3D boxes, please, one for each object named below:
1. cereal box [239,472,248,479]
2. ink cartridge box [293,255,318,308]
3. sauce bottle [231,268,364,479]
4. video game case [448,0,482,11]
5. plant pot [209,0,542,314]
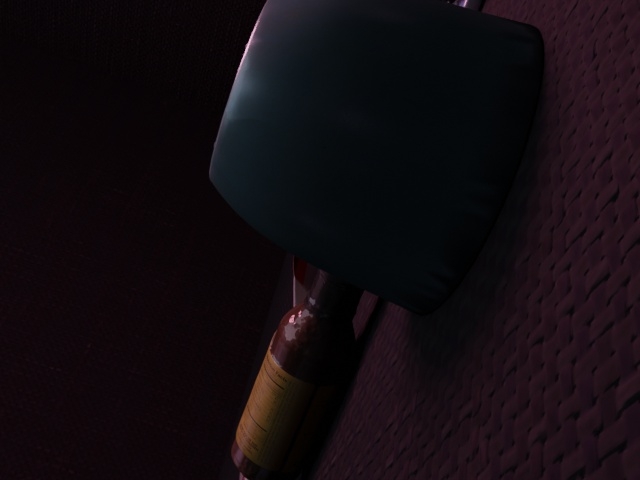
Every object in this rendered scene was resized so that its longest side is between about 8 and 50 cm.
[{"bbox_3d":[-0.099,0.367,1.385,0.173,0.047,0.240,-160,89,-85],"label":"cereal box"},{"bbox_3d":[-0.014,0.054,1.273,0.181,0.056,0.225,-80,-7,-63],"label":"ink cartridge box"},{"bbox_3d":[-0.019,0.167,0.960,0.111,0.111,0.344,-82,14,-66],"label":"sauce bottle"},{"bbox_3d":[0.222,-0.398,0.980,0.183,0.023,0.201,-93,24,-78],"label":"video game case"},{"bbox_3d":[0.032,-0.104,0.695,0.293,0.235,0.293,-161,90,-86],"label":"plant pot"}]
